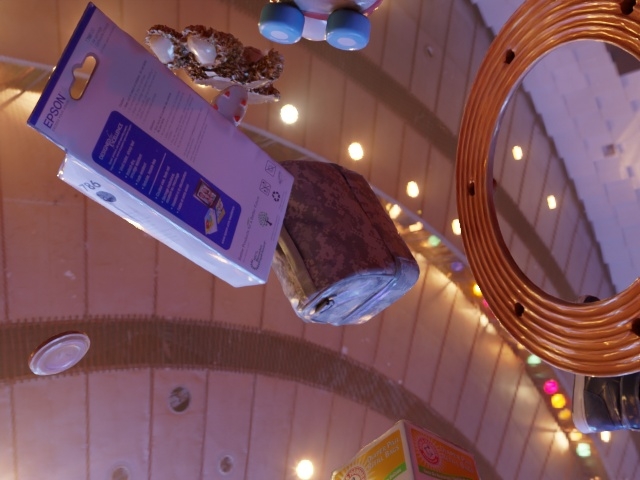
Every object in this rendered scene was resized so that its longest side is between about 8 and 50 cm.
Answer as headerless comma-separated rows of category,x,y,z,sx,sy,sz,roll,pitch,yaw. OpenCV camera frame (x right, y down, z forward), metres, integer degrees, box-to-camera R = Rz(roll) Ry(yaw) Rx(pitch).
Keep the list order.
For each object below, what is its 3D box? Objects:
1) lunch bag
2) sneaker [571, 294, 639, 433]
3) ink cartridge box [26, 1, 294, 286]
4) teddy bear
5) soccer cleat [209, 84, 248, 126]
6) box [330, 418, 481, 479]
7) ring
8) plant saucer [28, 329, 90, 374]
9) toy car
lunch bag,0.000,0.000,1.190,0.256,0.212,0.305,11,-134,-56
sneaker,0.484,0.188,0.999,0.086,0.163,0.226,17,-113,-33
ink cartridge box,-0.170,-0.091,0.723,0.332,0.065,0.165,40,-127,-40
teddy bear,-0.200,-0.373,1.290,0.338,0.245,0.113,6,-93,-49
soccer cleat,-0.203,-0.216,1.228,0.068,0.076,0.196,26,-75,-20
box,0.088,0.285,0.563,0.103,0.114,0.203,31,-150,-25
ring,0.219,-0.056,0.540,0.032,0.336,0.337,-3,-99,-20
plant saucer,-0.357,0.157,0.873,0.083,0.083,0.013,-12,-128,-46
toy car,0.014,-0.419,1.109,0.238,0.210,0.219,48,-129,-80
